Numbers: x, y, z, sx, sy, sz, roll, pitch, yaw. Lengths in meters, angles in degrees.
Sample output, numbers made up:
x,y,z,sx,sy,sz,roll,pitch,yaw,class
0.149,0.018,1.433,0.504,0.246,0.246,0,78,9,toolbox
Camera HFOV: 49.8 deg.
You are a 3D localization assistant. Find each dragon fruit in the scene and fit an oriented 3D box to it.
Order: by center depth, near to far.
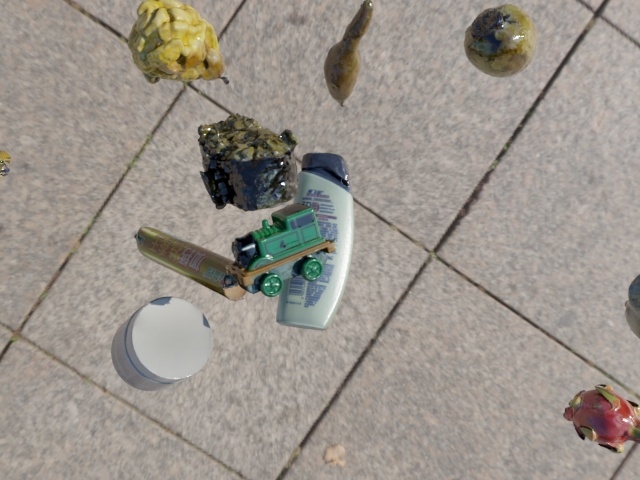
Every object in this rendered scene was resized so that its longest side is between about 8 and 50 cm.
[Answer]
x,y,z,sx,sy,sz,roll,pitch,yaw,class
0.406,0.253,0.969,0.086,0.116,0.081,-43,137,-14,dragon fruit

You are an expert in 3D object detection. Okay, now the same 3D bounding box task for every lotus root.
x,y,z,sx,sy,sz,roll,pitch,yaw,class
0.370,-0.392,1.383,0.138,0.214,0.138,-4,83,35,lotus root

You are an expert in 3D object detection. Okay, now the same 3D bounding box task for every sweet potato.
x,y,z,sx,sy,sz,roll,pitch,yaw,class
0.047,-0.361,1.363,0.074,0.269,0.075,6,56,-9,sweet potato

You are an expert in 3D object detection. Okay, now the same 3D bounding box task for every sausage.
x,y,z,sx,sy,sz,roll,pitch,yaw,class
-0.284,0.033,1.430,0.082,0.371,0.082,-19,117,-42,sausage

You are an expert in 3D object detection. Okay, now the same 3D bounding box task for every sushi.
x,y,z,sx,sy,sz,roll,pitch,yaw,class
-0.129,-0.124,1.081,0.147,0.212,0.115,-24,121,-18,sushi

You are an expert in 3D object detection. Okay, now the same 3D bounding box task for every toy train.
x,y,z,sx,sy,sz,roll,pitch,yaw,class
-0.075,0.015,1.226,0.227,0.091,0.136,-19,110,-23,toy train

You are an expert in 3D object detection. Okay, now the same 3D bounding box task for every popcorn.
x,y,z,sx,sy,sz,roll,pitch,yaw,class
-0.260,-0.350,1.216,0.163,0.194,0.140,7,91,26,popcorn

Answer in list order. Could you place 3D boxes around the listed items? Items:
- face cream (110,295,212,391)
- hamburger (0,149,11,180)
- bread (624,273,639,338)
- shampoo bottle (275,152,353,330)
x,y,z,sx,sy,sz,roll,pitch,yaw,class
-0.338,0.221,1.460,0.177,0.153,0.177,13,63,-28,face cream
-0.910,-0.176,1.738,0.243,0.261,0.139,-21,117,-39,hamburger
0.442,0.028,0.583,0.337,0.102,0.183,-35,131,30,bread
0.000,0.000,1.409,0.134,0.078,0.360,7,78,7,shampoo bottle
